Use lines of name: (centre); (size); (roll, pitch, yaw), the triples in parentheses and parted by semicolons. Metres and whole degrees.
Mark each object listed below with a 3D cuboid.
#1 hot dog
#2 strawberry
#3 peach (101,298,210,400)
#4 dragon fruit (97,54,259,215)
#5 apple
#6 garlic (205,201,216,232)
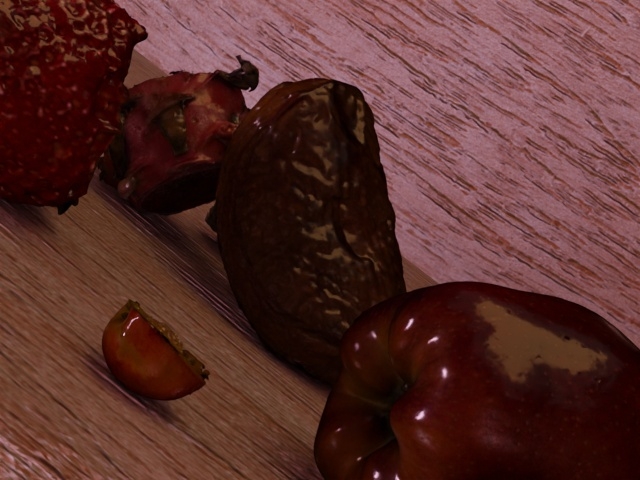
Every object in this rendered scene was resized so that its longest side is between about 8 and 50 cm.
hot dog: (0.000, 0.000, 1.642); (0.267, 0.174, 0.387); (14, 63, -56)
strawberry: (-0.311, -0.171, 1.368); (0.257, 0.261, 0.261); (16, 16, -24)
peach: (-0.142, 0.096, 1.117); (0.098, 0.061, 0.098); (47, -4, 5)
dragon fruit: (-0.176, -0.115, 1.744); (0.211, 0.282, 0.147); (14, 59, -44)
apple: (0.163, 0.177, 1.224); (0.317, 0.288, 0.288); (21, 14, -30)
garlic: (-0.067, -0.056, 1.942); (0.207, 0.207, 0.257); (35, 9, -11)
